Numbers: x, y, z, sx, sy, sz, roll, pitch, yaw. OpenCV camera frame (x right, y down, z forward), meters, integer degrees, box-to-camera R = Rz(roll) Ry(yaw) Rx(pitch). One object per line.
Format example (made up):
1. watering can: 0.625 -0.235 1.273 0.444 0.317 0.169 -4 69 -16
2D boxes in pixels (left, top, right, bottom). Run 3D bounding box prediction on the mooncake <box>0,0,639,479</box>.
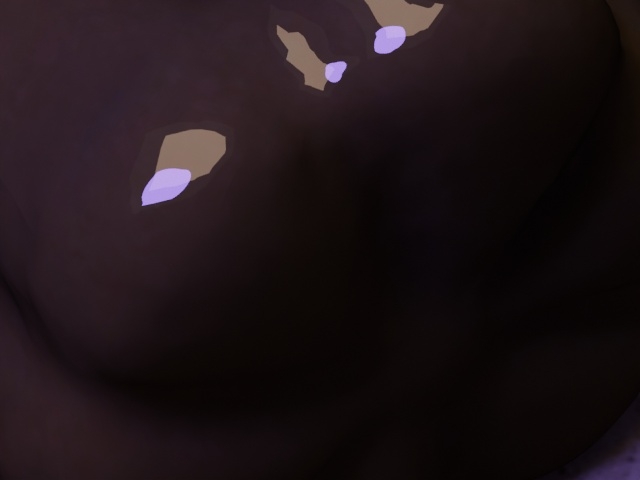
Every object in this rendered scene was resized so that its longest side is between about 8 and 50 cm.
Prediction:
1. mooncake: 0.000 0.000 0.977 0.467 0.467 0.262 -34 52 -14
